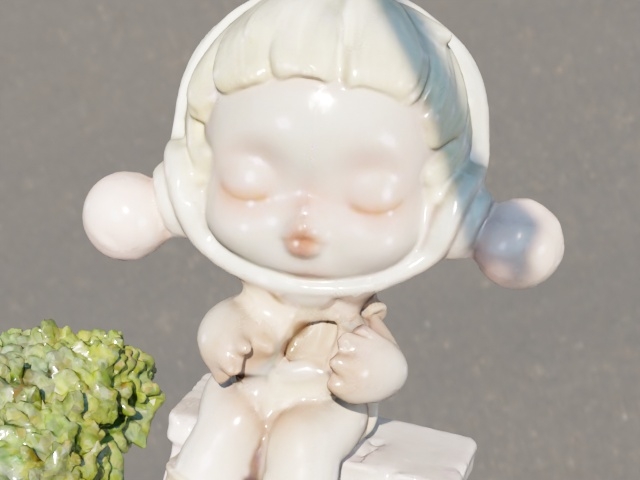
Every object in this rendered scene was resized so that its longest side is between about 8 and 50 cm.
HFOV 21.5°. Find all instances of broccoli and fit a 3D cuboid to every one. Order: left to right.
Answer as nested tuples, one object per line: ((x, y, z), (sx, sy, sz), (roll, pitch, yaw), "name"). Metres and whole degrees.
((-0.161, 0.166, 1.039), (0.180, 0.273, 0.242), (-39, 20, 48), "broccoli")

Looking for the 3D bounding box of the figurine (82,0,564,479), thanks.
((0.008, 0.000, 0.716), (0.182, 0.256, 0.144), (15, 12, 30), "figurine")
